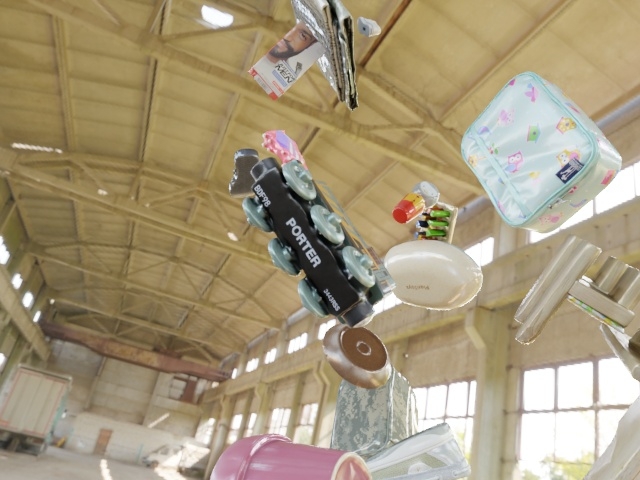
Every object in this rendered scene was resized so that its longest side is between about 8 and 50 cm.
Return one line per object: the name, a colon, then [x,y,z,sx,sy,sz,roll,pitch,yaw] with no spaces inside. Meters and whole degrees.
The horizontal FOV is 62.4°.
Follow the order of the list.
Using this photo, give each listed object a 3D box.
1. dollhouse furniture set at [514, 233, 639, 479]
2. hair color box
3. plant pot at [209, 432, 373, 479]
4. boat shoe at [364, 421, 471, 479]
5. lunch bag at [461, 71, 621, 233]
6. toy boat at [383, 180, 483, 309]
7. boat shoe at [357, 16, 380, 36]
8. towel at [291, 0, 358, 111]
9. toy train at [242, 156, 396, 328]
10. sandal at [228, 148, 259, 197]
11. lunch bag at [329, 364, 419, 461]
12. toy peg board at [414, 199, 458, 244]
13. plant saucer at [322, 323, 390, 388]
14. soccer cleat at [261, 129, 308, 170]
dollhouse furniture set: [0.236,0.124,0.366,0.212,0.161,0.242,33,14,15]
hair color box: [-0.078,-0.425,1.252,0.093,0.167,0.053,46,-11,-18]
plant pot: [-0.029,0.373,0.745,0.180,0.201,0.201,-17,-36,28]
boat shoe: [0.131,0.457,1.010,0.320,0.103,0.118,-37,-23,21]
lunch bag: [0.396,-0.158,0.992,0.108,0.279,0.224,14,-48,-34]
toy boat: [0.269,0.020,1.303,0.267,0.148,0.318,2,-60,44]
boat shoe: [0.114,-0.500,1.237,0.035,0.100,0.035,-8,-58,-13]
towel: [-0.004,-0.516,1.303,0.056,0.324,0.312,-26,-27,-7]
toy train: [0.000,0.000,0.928,0.142,0.334,0.190,-39,-14,19]
sandal: [-0.227,-0.207,1.613,0.097,0.054,0.254,-4,-25,-18]
lunch bag: [0.183,0.551,1.515,0.212,0.305,0.256,-29,-60,29]
toy peg board: [0.371,-0.055,1.788,0.079,0.161,0.160,0,18,-25]
plant saucer: [0.101,0.282,1.343,0.198,0.199,0.036,21,-54,-18]
soccer cleat: [-0.095,-0.279,1.705,0.248,0.095,0.083,47,-35,31]
